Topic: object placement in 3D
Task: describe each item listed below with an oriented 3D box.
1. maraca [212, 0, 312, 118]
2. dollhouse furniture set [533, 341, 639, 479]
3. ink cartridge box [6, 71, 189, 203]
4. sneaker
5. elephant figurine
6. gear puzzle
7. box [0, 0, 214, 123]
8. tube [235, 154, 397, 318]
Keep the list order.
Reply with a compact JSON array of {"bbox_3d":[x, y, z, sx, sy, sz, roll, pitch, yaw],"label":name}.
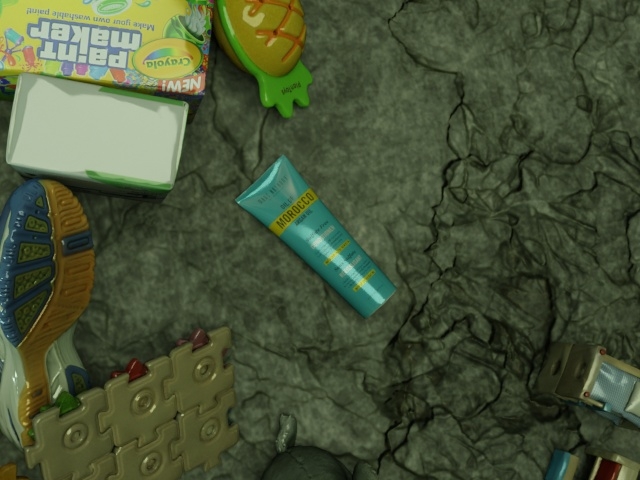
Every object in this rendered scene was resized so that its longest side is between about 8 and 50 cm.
[{"bbox_3d":[-0.062,-0.231,1.148,0.127,0.099,0.185,-39,110,-49],"label":"maraca"},{"bbox_3d":[0.322,0.230,1.182,0.129,0.129,0.183,24,81,-9],"label":"dollhouse furniture set"},{"bbox_3d":[-0.229,-0.098,1.042,0.160,0.219,0.092,9,86,-11],"label":"ink cartridge box"},{"bbox_3d":[-0.308,0.076,1.019,0.112,0.131,0.296,-12,114,-48],"label":"sneaker"},{"bbox_3d":[0.014,0.309,1.053,0.186,0.239,0.169,32,80,-8],"label":"elephant figurine"},{"bbox_3d":[-0.228,0.214,1.033,0.339,0.044,0.175,-24,124,-37],"label":"gear puzzle"},{"bbox_3d":[-0.260,-0.289,1.071,0.290,0.177,0.279,5,86,-12],"label":"box"},{"bbox_3d":[0.000,0.000,1.175,0.207,0.052,0.080,46,71,0],"label":"tube"}]
